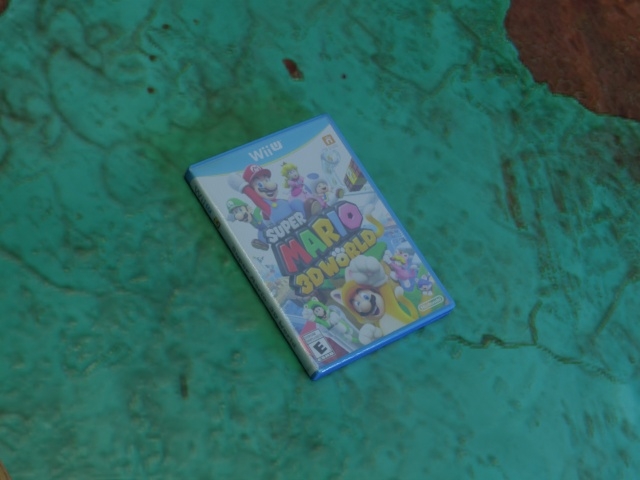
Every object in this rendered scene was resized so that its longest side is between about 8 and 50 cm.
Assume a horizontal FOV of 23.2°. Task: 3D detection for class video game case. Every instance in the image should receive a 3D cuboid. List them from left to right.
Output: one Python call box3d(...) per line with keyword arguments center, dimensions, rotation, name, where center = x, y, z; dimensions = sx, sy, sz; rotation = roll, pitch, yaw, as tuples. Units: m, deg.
box3d(center=(0.000, 0.000, 1.047), dimensions=(0.119, 0.015, 0.166), rotation=(-24, 72, -30), name="video game case")

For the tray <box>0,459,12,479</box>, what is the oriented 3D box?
box3d(center=(-0.223, 0.225, 0.803), dimensions=(0.203, 0.076, 0.411), rotation=(-25, 74, -30), name="tray")
